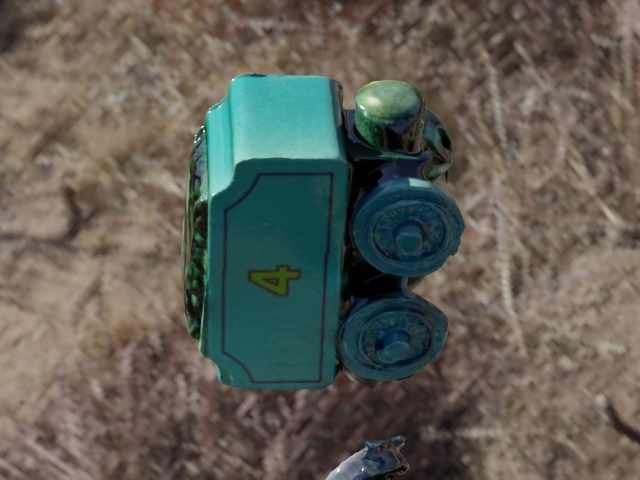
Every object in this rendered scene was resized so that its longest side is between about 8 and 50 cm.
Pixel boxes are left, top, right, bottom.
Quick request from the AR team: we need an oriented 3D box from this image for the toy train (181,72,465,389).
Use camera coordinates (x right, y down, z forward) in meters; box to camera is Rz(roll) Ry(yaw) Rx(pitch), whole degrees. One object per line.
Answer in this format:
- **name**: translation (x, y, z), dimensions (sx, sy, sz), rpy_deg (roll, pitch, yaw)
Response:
- **toy train**: translation (0.000, 0.000, 1.049), dimensions (0.154, 0.198, 0.107), rpy_deg (2, 38, -6)

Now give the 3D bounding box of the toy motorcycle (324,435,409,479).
- **toy motorcycle**: translation (-0.019, 0.192, 0.861), dimensions (0.198, 0.296, 0.109), rpy_deg (-50, 60, 36)
